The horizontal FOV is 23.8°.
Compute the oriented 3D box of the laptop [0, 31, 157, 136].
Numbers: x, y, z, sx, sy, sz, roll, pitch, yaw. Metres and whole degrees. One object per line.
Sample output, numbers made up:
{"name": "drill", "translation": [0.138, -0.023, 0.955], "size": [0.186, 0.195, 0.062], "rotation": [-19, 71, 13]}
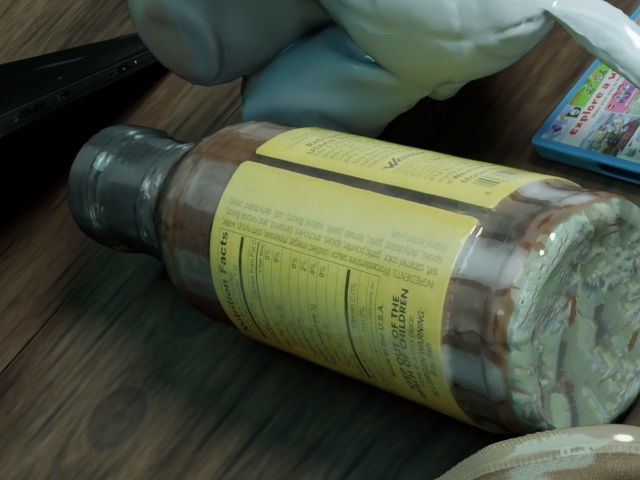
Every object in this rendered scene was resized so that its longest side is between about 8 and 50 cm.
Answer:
{"name": "laptop", "translation": [-0.306, 0.050, 0.993], "size": [0.382, 0.236, 0.408], "rotation": [-6, 19, 35]}

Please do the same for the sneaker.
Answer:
{"name": "sneaker", "translation": [0.055, 0.130, 0.589], "size": [0.188, 0.066, 0.071], "rotation": [-24, 55, 26]}

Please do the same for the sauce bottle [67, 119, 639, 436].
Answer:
{"name": "sauce bottle", "translation": [0.000, 0.000, 0.718], "size": [0.344, 0.111, 0.111], "rotation": [19, 64, 48]}

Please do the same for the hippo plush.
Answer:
{"name": "hippo plush", "translation": [0.047, -0.197, 0.780], "size": [0.294, 0.234, 0.236], "rotation": [-11, 38, 45]}

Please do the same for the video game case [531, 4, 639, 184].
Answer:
{"name": "video game case", "translation": [0.193, -0.069, 0.710], "size": [0.119, 0.015, 0.166], "rotation": [-50, 39, -15]}
